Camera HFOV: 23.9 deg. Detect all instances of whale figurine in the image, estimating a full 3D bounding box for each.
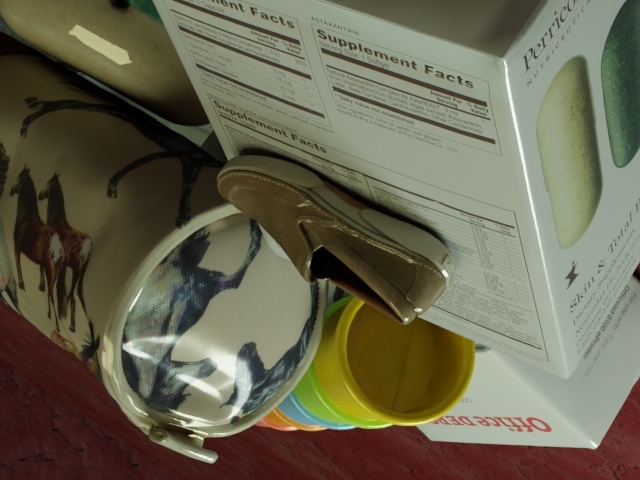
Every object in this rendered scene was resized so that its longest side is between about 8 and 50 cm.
[{"bbox_3d":[-0.115,-0.169,1.040,0.216,0.141,0.272,29,-177,-2],"label":"whale figurine"}]

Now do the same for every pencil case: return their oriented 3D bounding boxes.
[{"bbox_3d":[-0.173,-0.014,1.014,0.160,0.183,0.410,11,-166,-47],"label":"pencil case"}]

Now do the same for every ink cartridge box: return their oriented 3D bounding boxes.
[{"bbox_3d":[0.068,0.013,1.111,0.307,0.129,0.223,42,157,-18],"label":"ink cartridge box"}]

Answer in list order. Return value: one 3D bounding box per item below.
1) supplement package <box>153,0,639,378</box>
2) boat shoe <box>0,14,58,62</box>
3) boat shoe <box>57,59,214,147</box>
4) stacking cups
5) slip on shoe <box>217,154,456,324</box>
[{"bbox_3d":[0.072,-0.103,0.758,0.198,0.199,0.262,23,156,28],"label":"supplement package"},{"bbox_3d":[-0.254,-0.178,1.255,0.320,0.103,0.118,39,140,-25],"label":"boat shoe"},{"bbox_3d":[-0.115,-0.104,1.222,0.226,0.083,0.075,33,-152,-38],"label":"boat shoe"},{"bbox_3d":[-0.002,0.090,1.078,0.096,0.096,0.316,39,160,-11],"label":"stacking cups"},{"bbox_3d":[0.000,0.000,0.747,0.135,0.041,0.051,27,158,20],"label":"slip on shoe"}]
